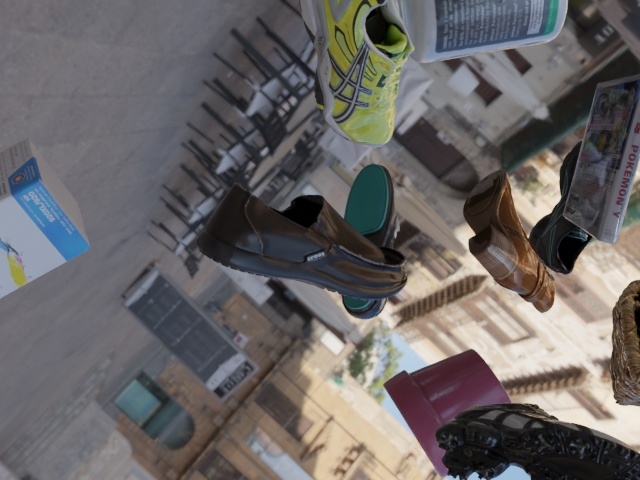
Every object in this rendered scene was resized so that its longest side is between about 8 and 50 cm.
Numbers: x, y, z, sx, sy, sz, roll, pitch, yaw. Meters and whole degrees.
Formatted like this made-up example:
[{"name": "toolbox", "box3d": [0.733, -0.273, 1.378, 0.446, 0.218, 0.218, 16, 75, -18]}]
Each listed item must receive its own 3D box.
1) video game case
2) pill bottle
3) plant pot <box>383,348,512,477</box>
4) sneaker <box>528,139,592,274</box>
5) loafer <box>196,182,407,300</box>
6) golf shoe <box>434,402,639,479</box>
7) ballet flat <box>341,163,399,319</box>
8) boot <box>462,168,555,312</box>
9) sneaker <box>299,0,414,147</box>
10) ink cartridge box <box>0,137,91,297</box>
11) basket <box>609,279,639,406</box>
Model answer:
[{"name": "video game case", "box3d": [0.343, -0.101, 0.819, 0.201, 0.023, 0.184, -48, 150, -77]}, {"name": "pill bottle", "box3d": [0.261, -0.454, 1.301, 0.360, 0.204, 0.204, -10, -179, -2]}, {"name": "plant pot", "box3d": [0.241, 0.300, 1.256, 0.180, 0.201, 0.201, -33, -178, -1]}, {"name": "sneaker", "box3d": [0.472, -0.060, 1.228, 0.106, 0.101, 0.268, -108, -147, -63]}, {"name": "loafer", "box3d": [0.000, 0.000, 0.619, 0.080, 0.220, 0.079, 28, -78, 52]}, {"name": "golf shoe", "box3d": [0.212, 0.188, 0.651, 0.198, 0.077, 0.094, 2, -161, 34]}, {"name": "ballet flat", "box3d": [0.065, 0.005, 0.866, 0.074, 0.074, 0.203, 137, -37, -63]}, {"name": "boot", "box3d": [0.280, 0.001, 0.993, 0.073, 0.152, 0.197, -31, -151, 41]}, {"name": "sneaker", "box3d": [0.076, -0.288, 1.133, 0.145, 0.147, 0.385, -50, 146, -19]}, {"name": "ink cartridge box", "box3d": [-0.559, -0.029, 1.194, 0.232, 0.168, 0.171, -31, -137, -7]}, {"name": "basket", "box3d": [0.581, 0.135, 0.967, 0.223, 0.299, 0.214, 53, 45, -64]}]
